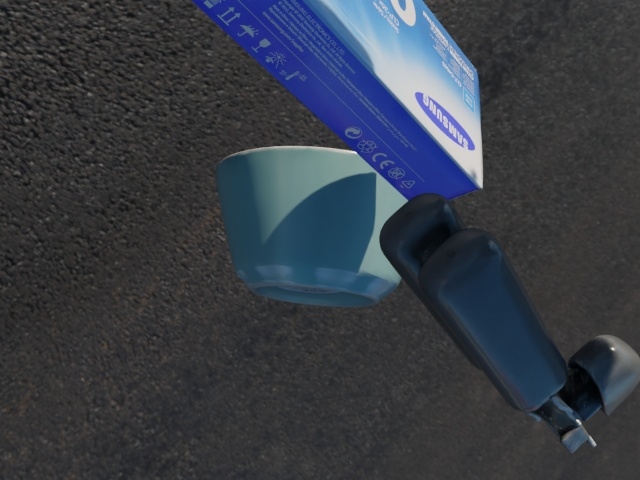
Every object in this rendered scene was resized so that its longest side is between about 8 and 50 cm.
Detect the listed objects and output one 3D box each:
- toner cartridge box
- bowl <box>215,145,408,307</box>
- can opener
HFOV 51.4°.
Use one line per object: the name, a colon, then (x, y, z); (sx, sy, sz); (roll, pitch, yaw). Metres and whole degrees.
toner cartridge box: (0.026, -0.187, 0.587); (0.348, 0.075, 0.165); (36, 48, -38)
bowl: (0.000, 0.000, 0.923); (0.312, 0.312, 0.163); (16, 73, -41)
can opener: (0.140, 0.055, 0.430); (0.095, 0.076, 0.283); (-41, 134, 0)
